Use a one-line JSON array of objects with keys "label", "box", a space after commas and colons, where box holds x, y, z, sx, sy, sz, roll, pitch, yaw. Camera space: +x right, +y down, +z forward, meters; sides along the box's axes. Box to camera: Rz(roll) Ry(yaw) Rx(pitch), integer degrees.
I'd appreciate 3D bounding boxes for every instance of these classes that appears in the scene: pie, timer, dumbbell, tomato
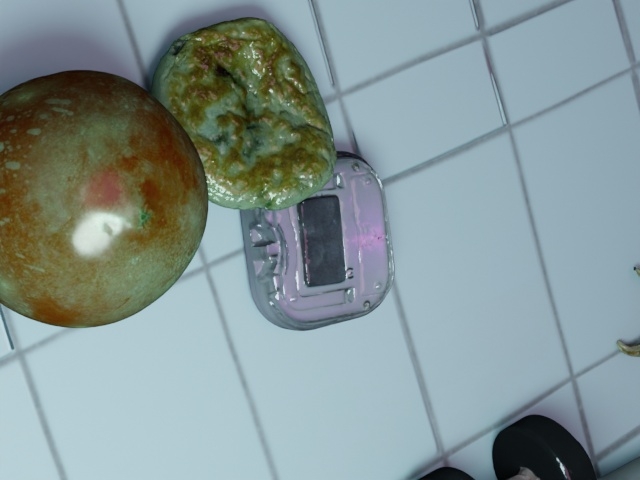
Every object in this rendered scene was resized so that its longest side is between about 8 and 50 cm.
[{"label": "pie", "box": [-0.084, -0.146, 1.737, 0.240, 0.054, 0.240, 8, 74, -27]}, {"label": "timer", "box": [0.000, 0.000, 1.826, 0.191, 0.069, 0.208, -12, 98, -31]}, {"label": "dumbbell", "box": [0.234, 0.335, 1.958, 0.218, 0.152, 0.152, -25, 107, -32]}, {"label": "tomato", "box": [-0.238, -0.041, 1.565, 0.270, 0.222, 0.270, -4, 97, -32]}]

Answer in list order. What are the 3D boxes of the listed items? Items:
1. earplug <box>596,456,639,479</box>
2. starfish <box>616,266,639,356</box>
[{"label": "earplug", "box": [0.473, 0.373, 2.131, 0.301, 0.172, 0.172, -20, 104, -38]}, {"label": "starfish", "box": [0.533, 0.091, 2.210, 0.247, 0.050, 0.138, -12, 104, -34]}]
